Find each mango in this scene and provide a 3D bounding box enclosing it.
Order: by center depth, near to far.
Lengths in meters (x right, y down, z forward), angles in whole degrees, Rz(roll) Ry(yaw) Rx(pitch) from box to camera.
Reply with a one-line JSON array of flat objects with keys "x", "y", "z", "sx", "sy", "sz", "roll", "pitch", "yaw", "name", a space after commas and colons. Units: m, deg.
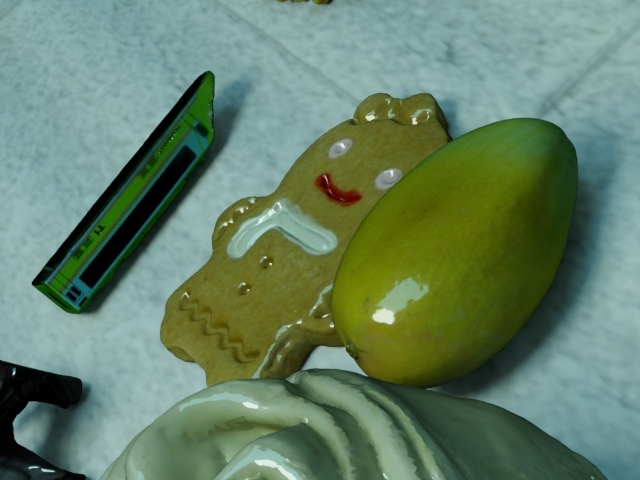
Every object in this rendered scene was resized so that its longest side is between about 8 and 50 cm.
[{"x": 0.083, "y": 0.004, "z": 1.033, "sx": 0.195, "sy": 0.092, "sz": 0.130, "roll": -48, "pitch": 36, "yaw": -16, "name": "mango"}]

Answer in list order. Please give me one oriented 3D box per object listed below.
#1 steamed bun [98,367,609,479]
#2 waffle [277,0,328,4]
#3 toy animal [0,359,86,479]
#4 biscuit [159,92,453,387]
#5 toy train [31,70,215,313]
[{"x": -0.022, "y": 0.182, "z": 0.842, "sx": 0.324, "sy": 0.219, "sz": 0.310, "roll": 18, "pitch": 65, "yaw": 49, "name": "steamed bun"}, {"x": 0.036, "y": -0.284, "z": 1.394, "sx": 0.228, "sy": 0.051, "sz": 0.231, "roll": -12, "pitch": 47, "yaw": 28, "name": "waffle"}, {"x": -0.231, "y": 0.180, "z": 1.162, "sx": 0.117, "sy": 0.121, "sz": 0.210, "roll": 26, "pitch": 87, "yaw": 5, "name": "toy animal"}, {"x": -0.001, "y": -0.002, "z": 1.159, "sx": 0.249, "sy": 0.035, "sz": 0.184, "roll": -44, "pitch": 38, "yaw": -5, "name": "biscuit"}, {"x": -0.131, "y": -0.036, "z": 1.297, "sx": 0.209, "sy": 0.042, "sz": 0.044, "roll": -53, "pitch": 18, "yaw": -16, "name": "toy train"}]
